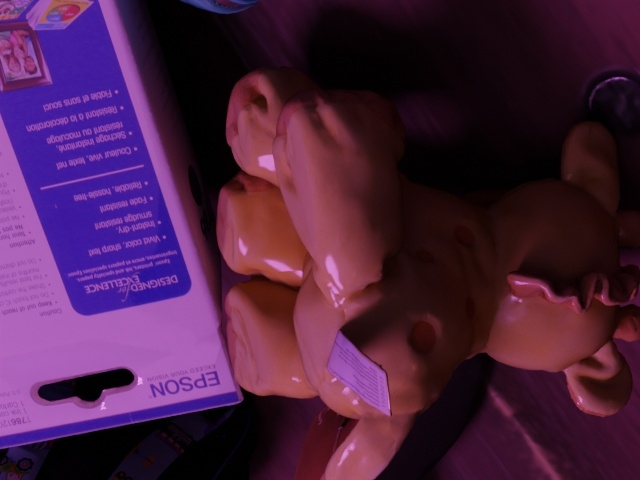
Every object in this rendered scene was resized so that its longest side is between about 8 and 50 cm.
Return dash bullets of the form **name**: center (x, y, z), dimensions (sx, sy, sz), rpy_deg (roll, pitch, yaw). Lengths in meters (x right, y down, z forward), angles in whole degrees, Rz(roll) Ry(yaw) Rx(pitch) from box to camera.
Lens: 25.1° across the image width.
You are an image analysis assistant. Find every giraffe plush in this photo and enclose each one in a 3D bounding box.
- **giraffe plush**: center (0.062, 0.011, 0.674), dimensions (0.171, 0.210, 0.181), rpy_deg (-7, 124, -22)

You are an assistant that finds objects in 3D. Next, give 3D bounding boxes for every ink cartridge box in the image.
- **ink cartridge box**: center (-0.156, -0.056, 0.719), dimensions (0.165, 0.065, 0.332), rpy_deg (-11, 113, 8)

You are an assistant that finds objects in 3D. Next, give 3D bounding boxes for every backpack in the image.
- **backpack**: center (-0.137, 0.155, 0.857), dimensions (0.158, 0.173, 0.116), rpy_deg (19, 131, 9)

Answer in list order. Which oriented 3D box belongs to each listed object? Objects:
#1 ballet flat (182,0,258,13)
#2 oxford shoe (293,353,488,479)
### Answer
- **ballet flat**: center (-0.084, -0.212, 0.612), dimensions (0.087, 0.083, 0.247), rpy_deg (14, 131, 39)
- **oxford shoe**: center (0.026, 0.112, 0.824), dimensions (0.076, 0.076, 0.212), rpy_deg (53, 131, 35)
